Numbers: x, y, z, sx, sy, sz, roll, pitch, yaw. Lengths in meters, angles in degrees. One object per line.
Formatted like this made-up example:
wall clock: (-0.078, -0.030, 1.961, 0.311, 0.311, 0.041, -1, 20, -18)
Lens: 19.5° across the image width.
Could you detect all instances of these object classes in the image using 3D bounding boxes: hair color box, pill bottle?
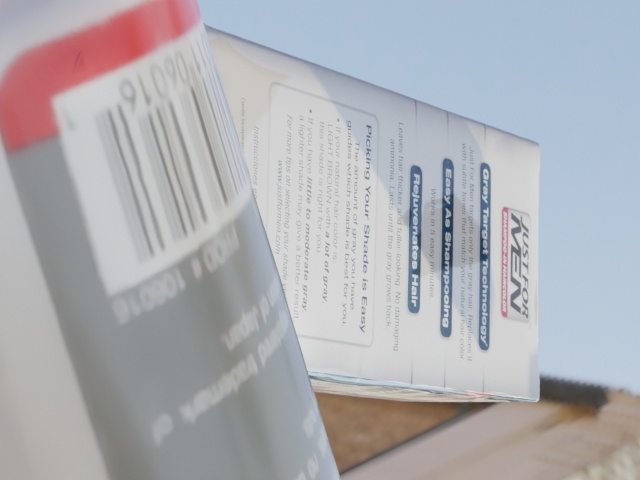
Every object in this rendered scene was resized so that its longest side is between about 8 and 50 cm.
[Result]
hair color box: (0.000, 0.000, 1.081, 0.105, 0.347, 0.174, -5, -100, 36)
pill bottle: (-0.068, 0.087, 0.390, 0.161, 0.161, 0.283, 3, -67, 54)
